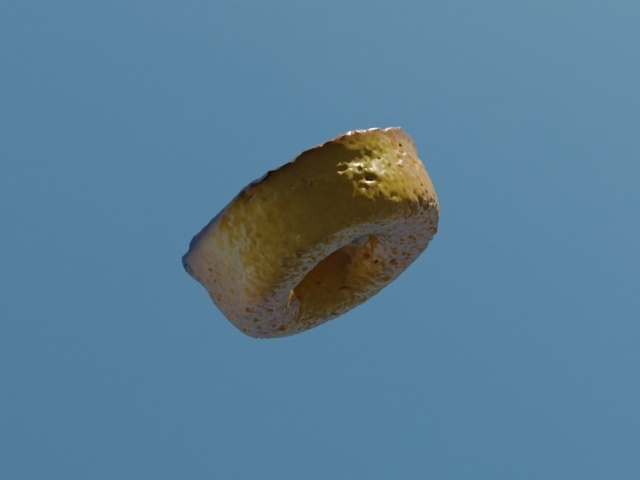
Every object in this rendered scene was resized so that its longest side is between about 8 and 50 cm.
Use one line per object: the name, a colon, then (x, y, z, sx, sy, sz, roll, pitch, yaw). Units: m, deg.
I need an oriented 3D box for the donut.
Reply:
donut: (0.000, 0.000, 0.947, 0.152, 0.152, 0.058, -28, -110, -7)
